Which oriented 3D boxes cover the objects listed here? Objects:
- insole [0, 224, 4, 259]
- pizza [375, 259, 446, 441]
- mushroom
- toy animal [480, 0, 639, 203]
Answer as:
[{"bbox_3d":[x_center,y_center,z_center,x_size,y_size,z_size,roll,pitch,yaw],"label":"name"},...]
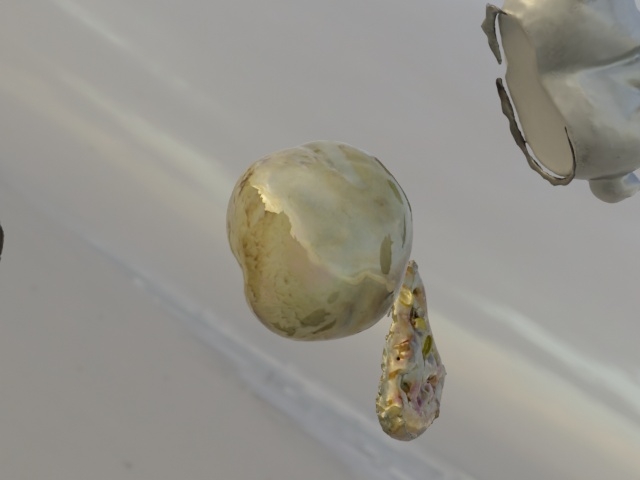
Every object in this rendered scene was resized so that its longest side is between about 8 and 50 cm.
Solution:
[{"bbox_3d":[-0.362,0.082,1.707,0.111,0.328,0.007,16,37,-2],"label":"insole"},{"bbox_3d":[0.087,0.093,1.616,0.036,0.176,0.184,0,-2,15],"label":"pizza"},{"bbox_3d":[0.000,0.000,1.226,0.148,0.148,0.112,34,-35,-20],"label":"mushroom"},{"bbox_3d":[0.269,-0.201,1.821,0.208,0.154,0.325,40,-30,42],"label":"toy animal"}]
